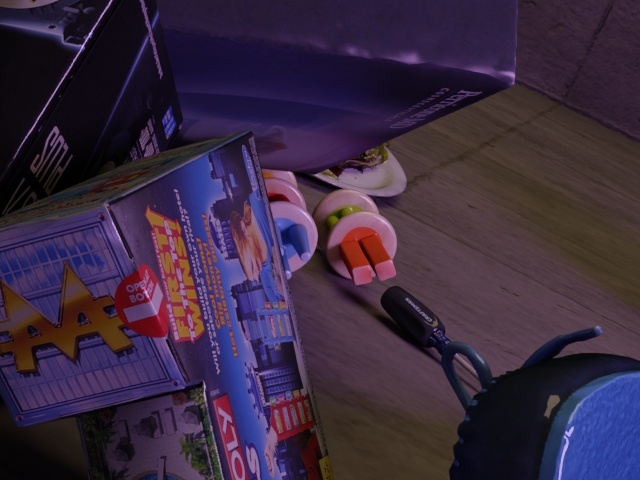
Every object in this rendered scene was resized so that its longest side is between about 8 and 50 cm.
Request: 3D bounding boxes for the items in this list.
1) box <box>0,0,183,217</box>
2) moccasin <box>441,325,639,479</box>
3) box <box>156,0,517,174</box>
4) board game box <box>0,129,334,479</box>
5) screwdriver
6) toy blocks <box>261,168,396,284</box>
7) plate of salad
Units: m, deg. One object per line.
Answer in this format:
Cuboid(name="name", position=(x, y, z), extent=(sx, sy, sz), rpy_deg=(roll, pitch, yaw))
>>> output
Cuboid(name="box", position=(-0.129, -0.033, 0.547), extent=(0.077, 0.147, 0.180), rpy_deg=(27, -15, 6))
Cuboid(name="moccasin", position=(0.114, 0.120, 0.624), extent=(0.117, 0.137, 0.342), rpy_deg=(14, -9, 28))
Cuboid(name="box", position=(-0.079, -0.156, 0.791), extent=(0.294, 0.182, 0.296), rpy_deg=(5, -8, -20))
Cuboid(name="board game box", position=(-0.053, 0.049, 0.463), extent=(0.060, 0.194, 0.194), rpy_deg=(-15, -6, 12))
Cuboid(name="screwdriver", position=(0.095, 0.083, 0.880), extent=(0.025, 0.024, 0.170), rpy_deg=(11, 25, -45))
Cuboid(name="toy blocks", position=(0.000, 0.000, 0.938), extent=(0.123, 0.054, 0.148), rpy_deg=(20, 16, -17))
Cuboid(name="plate of salad", position=(-0.002, -0.107, 1.265), extent=(0.200, 0.048, 0.200), rpy_deg=(26, 23, -12))
